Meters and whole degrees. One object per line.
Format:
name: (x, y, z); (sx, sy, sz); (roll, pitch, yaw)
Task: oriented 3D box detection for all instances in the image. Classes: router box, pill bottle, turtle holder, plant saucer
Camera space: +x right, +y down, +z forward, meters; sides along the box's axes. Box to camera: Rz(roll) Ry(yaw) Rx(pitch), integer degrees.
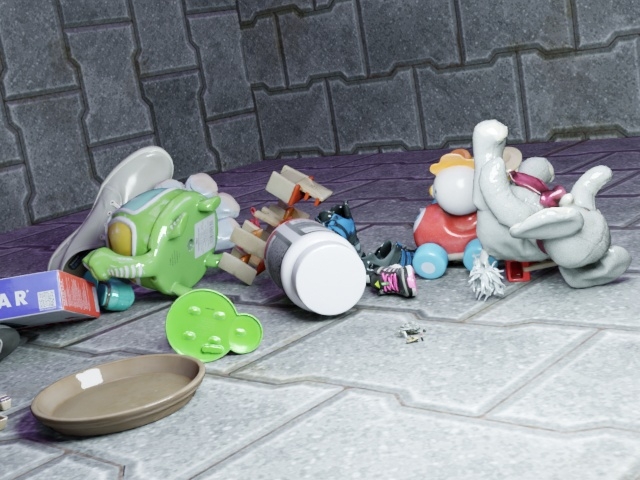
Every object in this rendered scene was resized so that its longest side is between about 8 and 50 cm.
router box: (-0.662, 0.141, 1.958); (0.335, 0.082, 0.301); (-10, -8, 0)
pill bottle: (-0.012, 0.053, 1.881); (0.161, 0.161, 0.283); (-12, 12, -11)
turtle holder: (-0.376, 0.017, 2.139); (0.227, 0.243, 0.320); (13, 55, 24)
plant saucer: (-0.317, 0.245, 1.501); (0.278, 0.041, 0.278); (-10, 11, 2)

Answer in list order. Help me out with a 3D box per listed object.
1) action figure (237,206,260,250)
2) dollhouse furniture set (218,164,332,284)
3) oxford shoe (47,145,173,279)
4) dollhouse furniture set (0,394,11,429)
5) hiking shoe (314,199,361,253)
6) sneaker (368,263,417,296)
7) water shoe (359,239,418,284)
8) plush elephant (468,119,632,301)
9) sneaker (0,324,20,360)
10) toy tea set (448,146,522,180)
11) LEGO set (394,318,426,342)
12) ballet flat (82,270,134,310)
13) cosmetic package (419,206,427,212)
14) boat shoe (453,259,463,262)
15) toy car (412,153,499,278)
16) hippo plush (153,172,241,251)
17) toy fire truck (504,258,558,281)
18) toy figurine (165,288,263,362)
action figure: (-0.218, -0.047, 2.624); (0.091, 0.139, 0.280); (-12, 14, -6)
dollhouse furniture set: (-0.091, -0.032, 2.226); (0.135, 0.259, 0.262); (31, 25, 10)
oxford shoe: (-0.520, -0.041, 2.397); (0.449, 0.169, 0.130); (-51, 35, 0)
dollhouse furniture set: (-0.530, 0.254, 1.523); (0.091, 0.081, 0.114); (-20, 15, -41)
hiking shoe: (0.000, 0.000, 2.199); (0.113, 0.132, 0.304); (-5, 12, 21)
sneaker: (0.140, 0.082, 1.866); (0.075, 0.063, 0.170); (-12, 7, -11)
water shoe: (0.169, 0.035, 2.017); (0.203, 0.080, 0.073); (-18, 15, -38)
plush elephant: (0.415, -0.045, 1.699); (0.255, 0.330, 0.272); (1, -22, 38)
sneaker: (-0.633, 0.232, 1.772); (0.132, 0.086, 0.229); (16, 22, 32)
toy tea set: (0.415, -0.099, 2.208); (0.200, 0.124, 0.336); (-24, 44, 9)
LEGO set: (0.156, 0.151, 1.606); (0.054, 0.023, 0.083); (-13, 12, -17)
ballet flat: (-0.488, 0.121, 2.193); (0.087, 0.083, 0.247); (12, 1, -27)
cosmetic package: (0.347, -0.049, 2.331); (0.099, 0.060, 0.239); (-13, 12, -20)
boat shoe: (0.326, 0.028, 2.038); (0.153, 0.048, 0.056); (-10, 33, 30)
toy car: (0.275, -0.081, 1.947); (0.210, 0.238, 0.219); (-6, 34, 25)
hippo plush: (-0.329, -0.006, 2.422); (0.234, 0.294, 0.236); (7, -19, -12)
toy fire truck: (0.459, 0.033, 1.874); (0.192, 0.047, 0.135); (-8, 12, 5)
toy figurine: (-0.200, 0.153, 1.727); (0.173, 0.130, 0.159); (11, -2, -11)
